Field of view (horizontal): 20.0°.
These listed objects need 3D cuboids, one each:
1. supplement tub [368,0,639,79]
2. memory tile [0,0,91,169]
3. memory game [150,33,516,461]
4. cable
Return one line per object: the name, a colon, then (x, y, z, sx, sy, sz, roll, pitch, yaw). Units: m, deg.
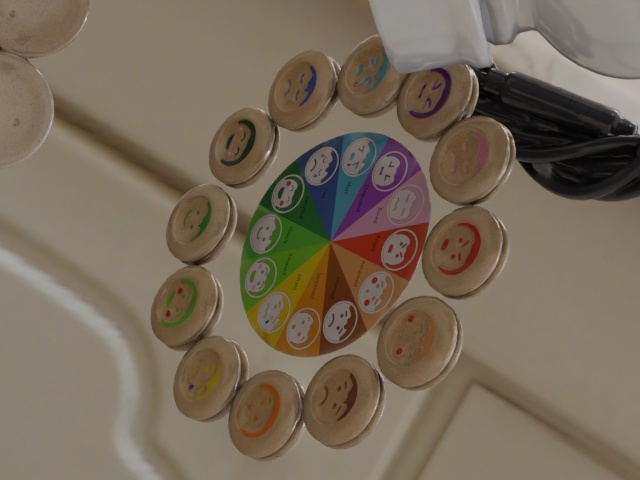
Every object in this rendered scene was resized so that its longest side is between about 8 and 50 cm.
supplement tub: (0.155, -0.175, 0.537, 0.316, 0.228, 0.228, -12, 23, 7)
memory tile: (-0.140, -0.089, 0.542, 0.148, 0.113, 0.012, 16, 1, -20)
memory game: (0.000, 0.000, 0.735, 0.012, 0.186, 0.186, 31, 14, -44)
cable: (0.114, -0.086, 0.729, 0.184, 0.151, 0.047, 0, 21, 45)
